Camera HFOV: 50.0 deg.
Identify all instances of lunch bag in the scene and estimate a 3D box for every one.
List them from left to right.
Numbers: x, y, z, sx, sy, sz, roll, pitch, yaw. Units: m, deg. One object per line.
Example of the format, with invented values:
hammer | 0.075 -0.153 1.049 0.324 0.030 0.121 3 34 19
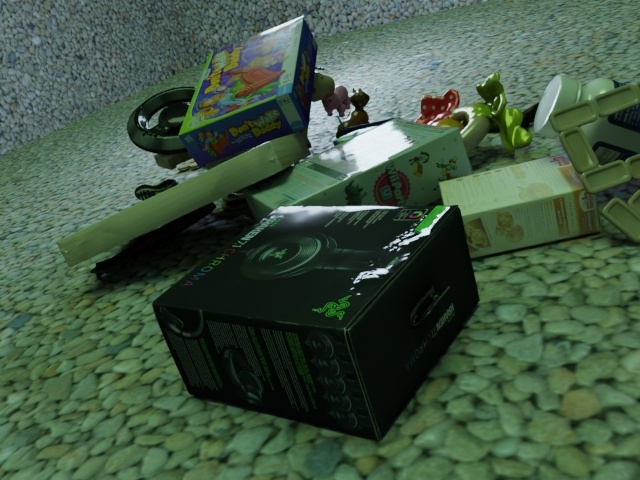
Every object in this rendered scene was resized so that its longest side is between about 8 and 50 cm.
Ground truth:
lunch bag | 0.106 -0.180 1.327 0.129 0.096 0.151 -10 9 18

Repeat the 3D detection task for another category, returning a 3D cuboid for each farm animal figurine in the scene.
farm animal figurine | -0.055 -0.308 1.517 0.327 0.172 0.330 -27 40 -19

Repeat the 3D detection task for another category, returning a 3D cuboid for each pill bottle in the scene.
pill bottle | 0.397 -0.158 0.935 0.187 0.112 0.112 18 27 -1

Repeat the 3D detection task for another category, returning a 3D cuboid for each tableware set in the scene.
tableware set | -0.129 -0.086 1.334 0.128 0.039 0.194 -31 26 -29

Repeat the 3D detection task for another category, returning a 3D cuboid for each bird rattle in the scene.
bird rattle | 0.238 -0.207 1.252 0.207 0.143 0.253 -46 30 -23

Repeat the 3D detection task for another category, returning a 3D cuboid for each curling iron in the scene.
curling iron | -0.297 0.001 1.261 0.068 0.035 0.274 14 38 41

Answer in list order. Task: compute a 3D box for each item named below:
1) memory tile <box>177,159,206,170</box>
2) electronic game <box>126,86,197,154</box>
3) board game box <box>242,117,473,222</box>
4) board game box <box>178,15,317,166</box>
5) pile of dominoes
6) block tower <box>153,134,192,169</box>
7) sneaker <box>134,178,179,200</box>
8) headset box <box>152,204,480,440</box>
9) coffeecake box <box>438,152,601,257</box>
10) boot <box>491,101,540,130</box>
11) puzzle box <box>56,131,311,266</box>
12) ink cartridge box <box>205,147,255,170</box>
memory tile | -0.297 -0.215 1.786 0.113 0.012 0.148 -7 24 22
electronic game | -0.309 -0.266 1.503 0.229 0.048 0.229 -4 46 4
board game box | 0.051 -0.088 1.085 0.303 0.097 0.224 -26 21 -11
board game box | -0.133 -0.307 1.375 0.233 0.078 0.347 -17 37 16
pile of dominoes | 0.434 -0.108 0.857 0.251 0.196 0.040 -19 -15 -3
block tower | -0.240 -0.280 1.629 0.335 0.097 0.091 -31 24 -23
sneaker | -0.378 -0.118 1.597 0.109 0.040 0.044 -10 7 7
headset box | 0.009 0.070 0.761 0.283 0.131 0.246 3 31 38
coffeecake box | 0.263 -0.048 0.932 0.186 0.068 0.142 -13 22 11
boot | 0.374 -0.243 1.350 0.106 0.037 0.114 -29 21 -31
puzzle box | -0.228 -0.080 1.215 0.409 0.052 0.272 -23 8 12
ink cartridge box | -0.214 -0.198 1.624 0.104 0.060 0.180 -15 23 7
